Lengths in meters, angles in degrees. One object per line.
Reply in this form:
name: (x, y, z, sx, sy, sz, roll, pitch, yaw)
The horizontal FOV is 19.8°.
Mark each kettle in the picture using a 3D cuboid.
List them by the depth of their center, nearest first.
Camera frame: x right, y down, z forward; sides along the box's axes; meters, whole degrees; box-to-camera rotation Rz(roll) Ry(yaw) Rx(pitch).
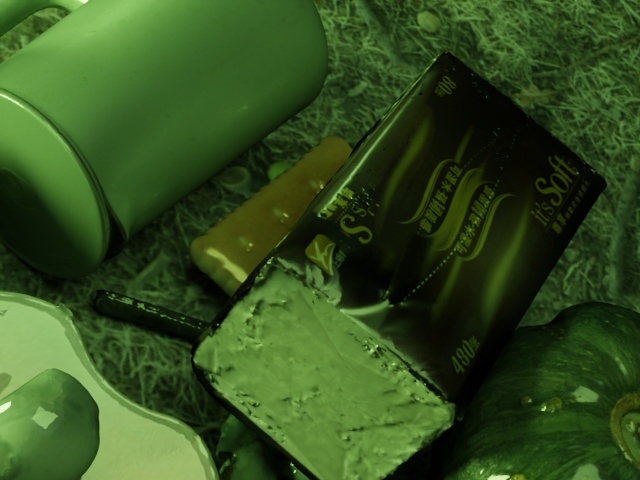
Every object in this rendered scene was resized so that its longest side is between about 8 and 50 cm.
kettle: (-0.184, -0.150, 1.659, 0.265, 0.205, 0.318, 52, 55, -6)

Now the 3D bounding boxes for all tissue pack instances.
tissue pack: (0.074, 0.024, 1.602, 0.210, 0.198, 0.370, 38, 44, 0)

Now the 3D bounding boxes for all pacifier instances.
pacifier: (-0.227, 0.177, 1.425, 0.332, 0.273, 0.220, 42, 31, 7)

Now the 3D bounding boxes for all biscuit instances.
biscuit: (0.000, -0.001, 1.738, 0.160, 0.030, 0.249, 42, 45, 9)

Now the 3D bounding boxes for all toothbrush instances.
toothbrush: (-0.065, 0.098, 1.663, 0.297, 0.030, 0.030, 19, 63, -12)

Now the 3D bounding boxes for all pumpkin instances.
pumpkin: (0.233, 0.218, 1.568, 0.291, 0.257, 0.328, 39, 44, -8)

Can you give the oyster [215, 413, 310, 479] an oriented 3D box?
oyster: (-0.001, 0.241, 1.557, 0.252, 0.087, 0.199, 44, 52, 8)
